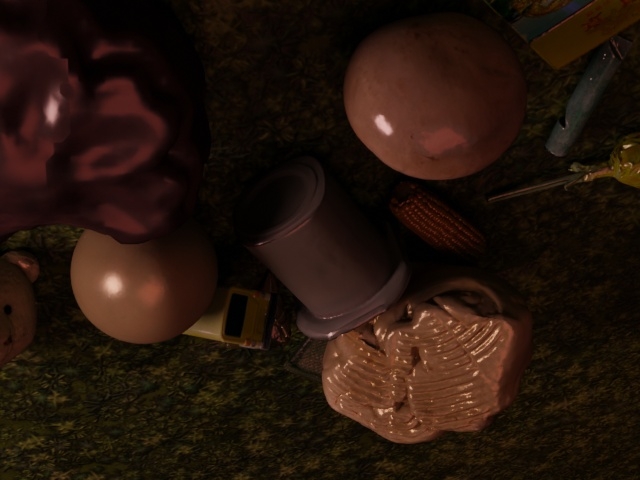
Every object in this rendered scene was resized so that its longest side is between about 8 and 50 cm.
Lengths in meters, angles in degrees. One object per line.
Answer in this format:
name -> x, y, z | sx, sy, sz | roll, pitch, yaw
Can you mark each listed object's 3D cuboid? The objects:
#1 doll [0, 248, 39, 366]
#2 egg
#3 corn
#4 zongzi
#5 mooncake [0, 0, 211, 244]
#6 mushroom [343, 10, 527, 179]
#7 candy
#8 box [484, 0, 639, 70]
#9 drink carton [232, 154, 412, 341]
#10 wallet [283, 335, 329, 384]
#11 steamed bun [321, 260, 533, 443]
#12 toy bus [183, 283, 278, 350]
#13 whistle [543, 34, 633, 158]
doll -> -0.506, 0.099, 1.086 | 0.278, 0.149, 0.175 | 3, 119, -32
egg -> -0.224, 0.040, 1.068 | 0.186, 0.186, 0.242 | -2, 178, -13
corn -> 0.174, -0.023, 1.211 | 0.068, 0.068, 0.207 | -37, 131, 25
zongzi -> -0.129, 0.112, 1.313 | 0.154, 0.062, 0.130 | -7, 120, 17
mooncake -> -0.311, -0.129, 0.878 | 0.381, 0.212, 0.350 | -17, 132, 1
mushroom -> 0.120, -0.154, 0.960 | 0.206, 0.206, 0.209 | 9, 140, -24
candy -> 0.367, -0.092, 1.197 | 0.262, 0.077, 0.073 | -15, 161, 15
box -> 0.255, -0.305, 0.871 | 0.187, 0.047, 0.335 | -32, 149, 28
drink carton -> 0.000, 0.000, 1.114 | 0.185, 0.191, 0.189 | -24, 131, 15
wallet -> 0.062, 0.154, 1.391 | 0.160, 0.055, 0.236 | 20, 122, -29
steamed bun -> 0.168, 0.147, 1.253 | 0.276, 0.203, 0.289 | 27, 118, 4
toy bus -> -0.146, 0.103, 1.190 | 0.101, 0.088, 0.175 | 15, 171, -38
whistle -> 0.349, -0.189, 1.093 | 0.039, 0.039, 0.186 | 2, 137, -16
